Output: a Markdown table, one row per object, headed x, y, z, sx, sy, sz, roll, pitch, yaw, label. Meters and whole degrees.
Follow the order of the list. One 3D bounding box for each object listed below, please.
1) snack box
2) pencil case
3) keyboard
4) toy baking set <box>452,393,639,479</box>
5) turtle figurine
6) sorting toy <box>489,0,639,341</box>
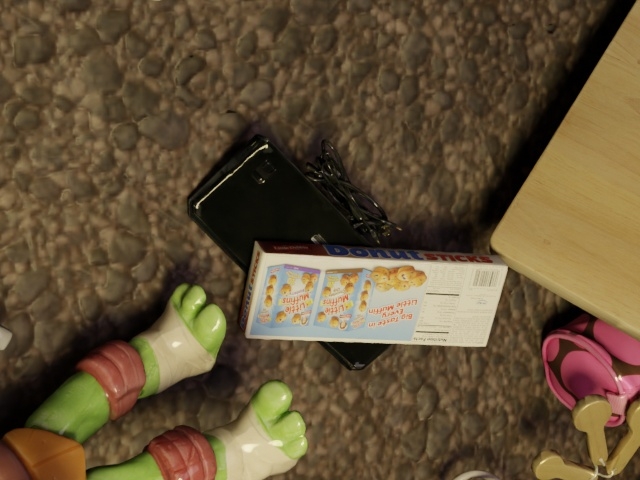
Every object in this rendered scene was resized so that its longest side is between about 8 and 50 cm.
| x | y | z | sx | sy | sz | roll | pitch | yaw | label |
| --- | --- | --- | --- | --- | --- | --- | --- | --- | --- |
| 0.037 | 0.037 | 1.095 | 0.178 | 0.022 | 0.064 | 4 | 115 | -22 | snack box |
| 0.275 | 0.070 | 1.248 | 0.209 | 0.098 | 0.095 | -25 | 140 | -24 | pencil case |
| 0.000 | 0.000 | 1.099 | 0.100 | 0.038 | 0.192 | -40 | 123 | 5 | keyboard |
| 0.188 | 0.200 | 1.224 | 0.256 | 0.030 | 0.197 | -37 | 128 | 7 | toy baking set |
| -0.146 | 0.099 | 0.912 | 0.266 | 0.198 | 0.274 | -22 | 114 | -34 | turtle figurine |
| 0.291 | -0.024 | 1.176 | 0.257 | 0.089 | 0.255 | 30 | 75 | 10 | sorting toy |
